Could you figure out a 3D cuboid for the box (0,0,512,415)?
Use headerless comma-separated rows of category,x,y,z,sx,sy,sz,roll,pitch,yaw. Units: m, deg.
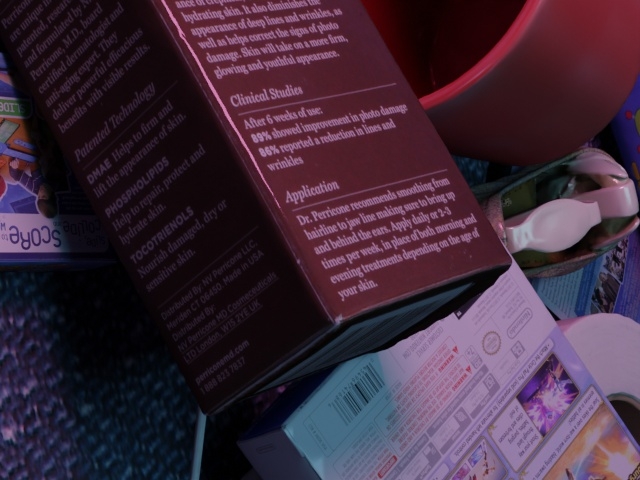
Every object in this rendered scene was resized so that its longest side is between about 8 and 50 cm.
box,-0.065,-0.099,1.182,0.191,0.143,0.381,-15,74,-50

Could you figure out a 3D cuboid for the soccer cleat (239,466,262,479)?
soccer cleat,-0.017,0.157,1.318,0.196,0.068,0.076,-23,68,-44

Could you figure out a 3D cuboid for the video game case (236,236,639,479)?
video game case,0.098,0.155,1.322,0.244,0.061,0.269,55,48,-9

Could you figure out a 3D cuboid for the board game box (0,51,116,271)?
board game box,-0.216,-0.049,1.153,0.201,0.035,0.136,2,78,-50

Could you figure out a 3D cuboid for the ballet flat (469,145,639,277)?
ballet flat,0.198,-0.018,1.547,0.316,0.106,0.107,-23,98,-50

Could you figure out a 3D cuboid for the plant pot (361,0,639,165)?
plant pot,0.112,-0.183,1.424,0.243,0.275,0.275,24,62,-54

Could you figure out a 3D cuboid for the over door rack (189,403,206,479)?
over door rack,-0.134,0.165,1.113,0.239,0.108,0.324,4,83,-50

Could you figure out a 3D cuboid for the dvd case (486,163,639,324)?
dvd case,0.227,0.009,1.675,0.253,0.022,0.180,41,52,-36

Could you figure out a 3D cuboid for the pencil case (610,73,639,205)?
pencil case,0.344,-0.076,1.725,0.119,0.133,0.306,-14,82,-57

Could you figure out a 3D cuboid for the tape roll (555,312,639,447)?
tape roll,0.215,0.206,1.543,0.286,0.100,0.286,18,66,-47
